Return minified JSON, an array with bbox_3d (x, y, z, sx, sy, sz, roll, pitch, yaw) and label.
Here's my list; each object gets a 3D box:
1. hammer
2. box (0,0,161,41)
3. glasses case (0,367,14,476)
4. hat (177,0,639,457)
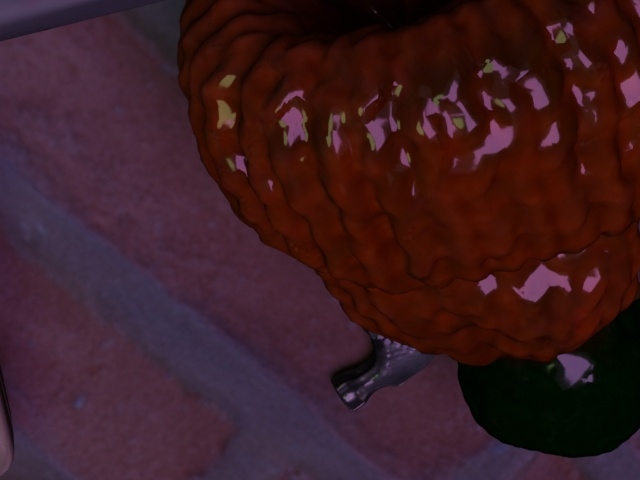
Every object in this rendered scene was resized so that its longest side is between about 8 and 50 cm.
[{"bbox_3d":[0.000,0.000,1.060,0.103,0.029,0.246,-33,118,4],"label":"hammer"},{"bbox_3d":[-0.068,-0.217,0.792,0.370,0.112,0.190,-13,93,13],"label":"box"},{"bbox_3d":[-0.282,0.003,0.959,0.144,0.076,0.336,-13,119,-8],"label":"glasses case"},{"bbox_3d":[0.082,-0.037,0.977,0.285,0.285,0.400,-19,140,-5],"label":"hat"}]
